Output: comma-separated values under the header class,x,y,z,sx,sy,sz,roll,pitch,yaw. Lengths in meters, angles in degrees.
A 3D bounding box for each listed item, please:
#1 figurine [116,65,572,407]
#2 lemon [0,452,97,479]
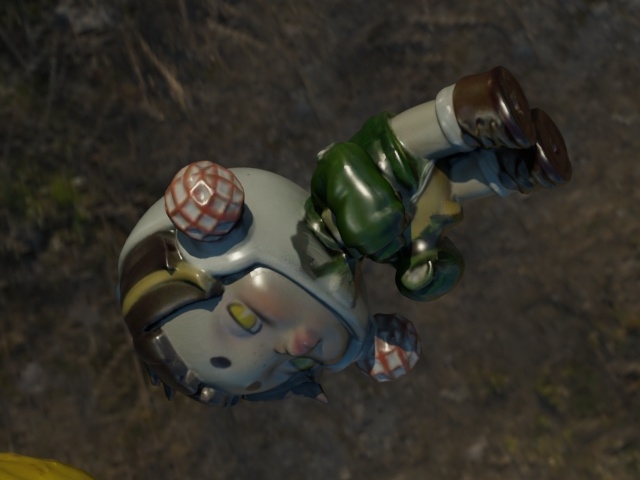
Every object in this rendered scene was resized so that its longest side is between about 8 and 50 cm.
class,x,y,z,sx,sy,sz,roll,pitch,yaw
figurine,0.000,0.000,1.357,0.370,0.167,0.281,-30,135,22
lemon,-0.133,0.203,0.575,0.253,0.253,0.310,27,111,-31
